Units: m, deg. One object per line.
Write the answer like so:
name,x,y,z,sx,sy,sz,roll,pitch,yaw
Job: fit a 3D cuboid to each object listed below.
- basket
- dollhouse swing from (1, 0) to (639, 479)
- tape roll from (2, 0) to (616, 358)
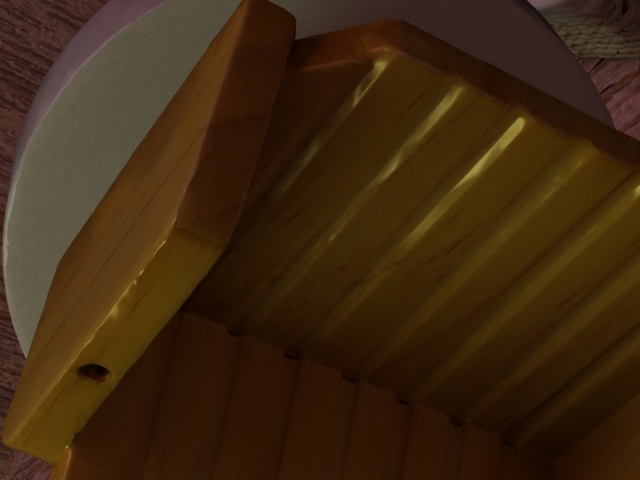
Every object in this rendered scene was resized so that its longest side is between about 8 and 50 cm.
basket,0.198,-0.194,1.022,0.113,0.103,0.167,-67,19,-2
dollhouse swing,0.039,0.135,0.698,0.315,0.347,0.305,-49,26,40
tape roll,0.000,0.000,0.900,0.392,0.392,0.072,-58,22,21
